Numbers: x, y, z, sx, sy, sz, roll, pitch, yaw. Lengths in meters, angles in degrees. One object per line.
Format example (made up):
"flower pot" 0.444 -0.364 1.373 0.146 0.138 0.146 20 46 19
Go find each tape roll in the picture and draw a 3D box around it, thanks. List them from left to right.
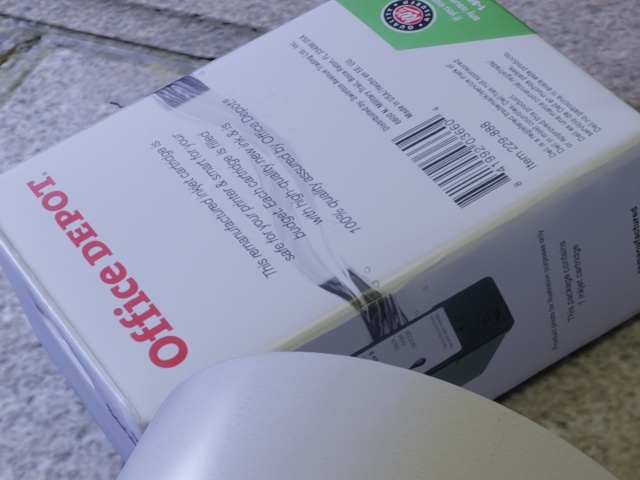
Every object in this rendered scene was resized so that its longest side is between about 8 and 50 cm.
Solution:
"tape roll" 0.008 0.183 0.725 0.246 0.246 0.169 11 49 24

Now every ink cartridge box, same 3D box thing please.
"ink cartridge box" 0.000 0.000 1.001 0.289 0.121 0.211 -29 45 -14
